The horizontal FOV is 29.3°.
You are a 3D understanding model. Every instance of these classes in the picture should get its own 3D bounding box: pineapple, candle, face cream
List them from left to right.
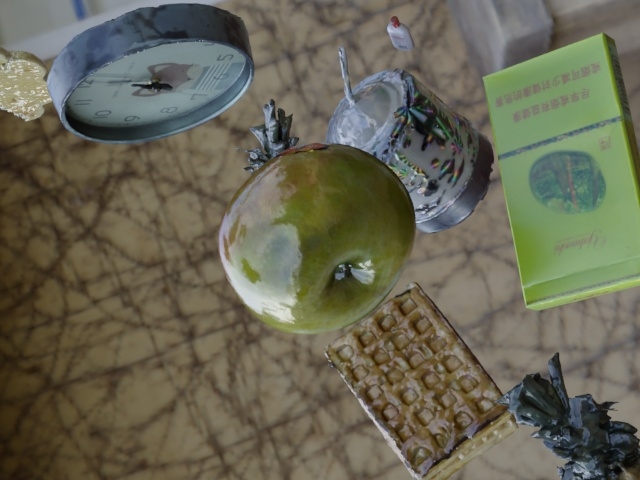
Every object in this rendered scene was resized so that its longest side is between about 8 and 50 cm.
[{"bbox_3d":[-0.053,-0.077,2.107,0.169,0.169,0.340,-108,-4,-73],"label":"pineapple"},{"bbox_3d":[0.104,-0.151,1.774,0.330,0.187,0.187,33,-154,-40],"label":"candle"},{"bbox_3d":[0.133,-0.349,2.057,0.021,0.040,0.083,-67,-23,-16],"label":"face cream"},{"bbox_3d":[0.287,0.230,1.234,0.248,0.128,0.128,50,175,15],"label":"pineapple"}]

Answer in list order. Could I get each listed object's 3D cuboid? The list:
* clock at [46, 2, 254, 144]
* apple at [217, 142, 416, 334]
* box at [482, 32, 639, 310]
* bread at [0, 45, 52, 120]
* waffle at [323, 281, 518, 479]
[{"bbox_3d":[-0.258,-0.252,1.900,0.325,0.325,0.067,69,-179,-72],"label":"clock"},{"bbox_3d":[0.000,0.000,1.533,0.194,0.261,0.261,48,165,43],"label":"apple"},{"bbox_3d":[0.332,-0.089,1.626,0.047,0.187,0.335,14,-116,-55],"label":"box"},{"bbox_3d":[-0.577,-0.287,2.146,0.182,0.251,0.039,-41,50,42],"label":"bread"},{"bbox_3d":[0.170,0.249,2.086,0.308,0.213,0.091,53,180,33],"label":"waffle"}]
